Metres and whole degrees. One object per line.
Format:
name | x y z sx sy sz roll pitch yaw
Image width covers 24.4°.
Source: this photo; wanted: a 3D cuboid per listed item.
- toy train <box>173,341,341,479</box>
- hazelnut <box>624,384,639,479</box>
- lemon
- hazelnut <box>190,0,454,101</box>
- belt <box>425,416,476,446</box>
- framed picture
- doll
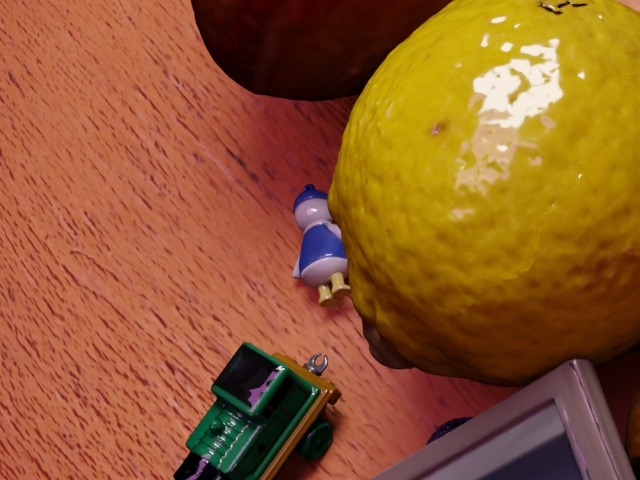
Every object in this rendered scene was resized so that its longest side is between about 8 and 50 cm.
toy train | -0.071 0.193 1.458 0.091 0.136 0.228 28 74 37
hazelnut | 0.356 0.155 1.202 0.218 0.218 0.234 10 56 34
lemon | 0.180 -0.039 1.290 0.350 0.350 0.387 36 85 37
hazelnut | 0.043 -0.317 1.457 0.421 0.421 0.353 -45 89 7
belt | 0.190 0.253 1.290 0.139 0.126 0.230 -57 50 30
framed picture | 0.112 0.340 1.247 0.446 0.028 0.326 -38 59 37
doll | 0.000 0.000 1.555 0.099 0.057 0.143 -40 50 36
